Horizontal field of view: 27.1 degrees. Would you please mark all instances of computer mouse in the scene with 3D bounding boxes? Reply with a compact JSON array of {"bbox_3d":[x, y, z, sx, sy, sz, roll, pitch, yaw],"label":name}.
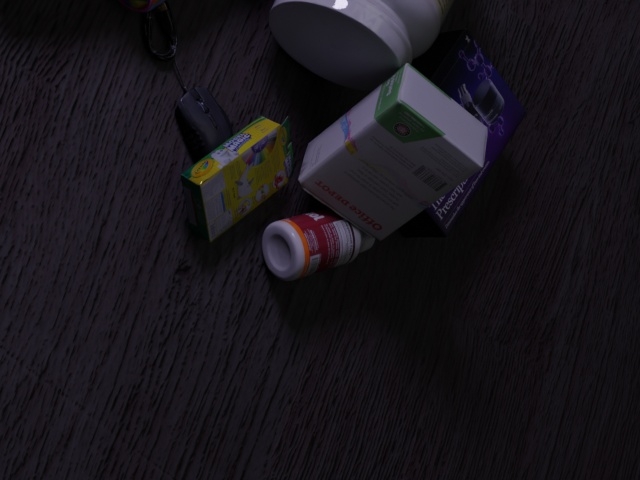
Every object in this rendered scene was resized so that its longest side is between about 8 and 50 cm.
[{"bbox_3d":[-0.170,-0.207,1.743,0.071,0.041,0.242,-35,111,-33],"label":"computer mouse"}]

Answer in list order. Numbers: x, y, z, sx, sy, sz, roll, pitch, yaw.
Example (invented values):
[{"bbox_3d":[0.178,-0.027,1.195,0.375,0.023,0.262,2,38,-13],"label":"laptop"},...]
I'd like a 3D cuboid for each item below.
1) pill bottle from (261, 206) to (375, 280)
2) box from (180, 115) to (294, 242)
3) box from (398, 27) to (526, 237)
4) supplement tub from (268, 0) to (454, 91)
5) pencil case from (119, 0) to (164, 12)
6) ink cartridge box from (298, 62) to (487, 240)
[{"bbox_3d":[0.000,0.000,1.856,0.152,0.086,0.086,-16,101,-39],"label":"pill bottle"},{"bbox_3d":[-0.105,-0.089,1.772,0.179,0.043,0.105,-38,141,-31],"label":"box"},{"bbox_3d":[0.171,-0.160,1.987,0.184,0.103,0.261,47,63,-27],"label":"box"},{"bbox_3d":[0.086,-0.393,1.826,0.235,0.235,0.324,39,67,-33],"label":"supplement tub"},{"bbox_3d":[-0.163,-0.378,1.705,0.236,0.104,0.104,-35,112,-31],"label":"pencil case"},{"bbox_3d":[0.096,-0.114,1.791,0.154,0.212,0.093,35,40,-21],"label":"ink cartridge box"}]
